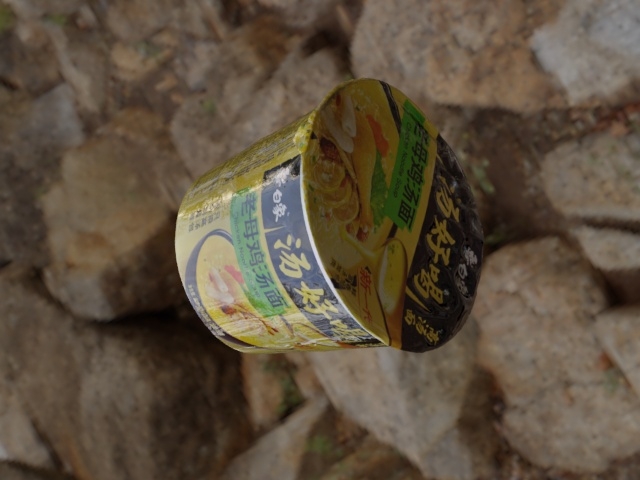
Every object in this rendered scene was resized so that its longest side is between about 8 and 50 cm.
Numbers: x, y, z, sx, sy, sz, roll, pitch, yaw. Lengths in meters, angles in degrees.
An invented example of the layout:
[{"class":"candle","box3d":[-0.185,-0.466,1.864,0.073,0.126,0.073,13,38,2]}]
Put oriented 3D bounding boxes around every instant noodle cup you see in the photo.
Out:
[{"class":"instant noodle cup","box3d":[0.000,0.000,0.765,0.151,0.122,0.151,24,-123,-43]}]
